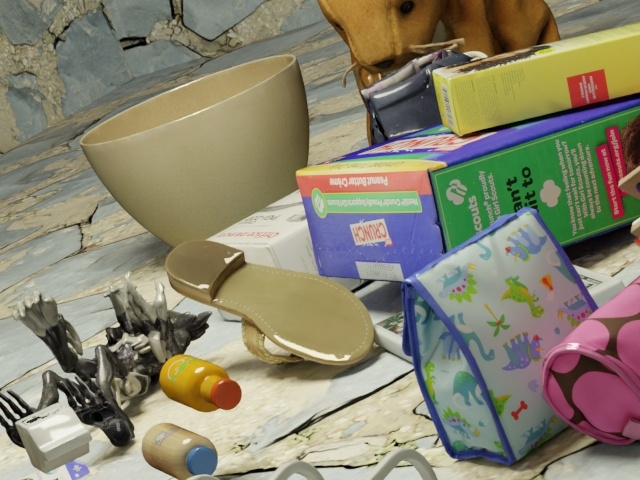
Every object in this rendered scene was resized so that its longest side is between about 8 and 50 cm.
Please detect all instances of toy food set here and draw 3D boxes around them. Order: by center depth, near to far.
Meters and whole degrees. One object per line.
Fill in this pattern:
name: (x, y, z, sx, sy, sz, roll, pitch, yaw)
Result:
toy food set: (-0.165, 0.181, 1.483, 0.232, 0.111, 0.104, -24, 13, -22)

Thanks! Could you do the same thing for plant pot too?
plant pot: (-0.129, -0.087, 2.333, 0.284, 0.191, 0.284, -20, 12, 5)

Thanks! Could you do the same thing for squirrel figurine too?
squirrel figurine: (0.105, -0.330, 2.334, 0.281, 0.397, 0.370, -8, -13, 28)

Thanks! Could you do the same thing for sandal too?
sandal: (-0.041, 0.076, 1.776, 0.240, 0.079, 0.088, 24, 54, 32)

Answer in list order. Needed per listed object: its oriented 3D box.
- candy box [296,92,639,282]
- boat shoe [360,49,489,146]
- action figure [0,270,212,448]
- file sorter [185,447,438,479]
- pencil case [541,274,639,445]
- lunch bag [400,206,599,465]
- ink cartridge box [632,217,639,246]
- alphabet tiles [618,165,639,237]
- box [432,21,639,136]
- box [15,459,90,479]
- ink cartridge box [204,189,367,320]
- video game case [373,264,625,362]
candy box: (0.176, -0.058, 1.824, 0.317, 0.122, 0.268, -20, 11, -25)
boat shoe: (0.209, -0.160, 2.162, 0.340, 0.158, 0.127, -24, 13, -8)
action figure: (-0.204, 0.100, 1.822, 0.164, 0.141, 0.276, -19, 16, 19)
file sorter: (-0.065, 0.229, 1.002, 0.277, 0.173, 0.193, -12, 16, 32)
pencil case: (0.249, 0.068, 1.349, 0.209, 0.098, 0.095, -35, -14, -38)
lunch bag: (0.132, 0.068, 1.383, 0.129, 0.151, 0.096, -30, 16, -31)
ink cartridge box: (0.388, -0.072, 1.606, 0.275, 0.060, 0.239, -36, 14, 3)
alphabet tiles: (0.341, -0.030, 1.379, 0.237, 0.198, 0.009, -41, 27, 53)
box: (0.226, -0.154, 1.762, 0.232, 0.058, 0.087, -13, 12, -6)
box: (-0.260, 0.229, 1.631, 0.136, 0.028, 0.081, -21, 13, -10)
ink cartridge box: (0.000, 0.000, 2.001, 0.218, 0.092, 0.158, -31, 16, -30)
video game case: (0.151, 0.064, 1.660, 0.173, 0.022, 0.190, -24, 14, -14)
